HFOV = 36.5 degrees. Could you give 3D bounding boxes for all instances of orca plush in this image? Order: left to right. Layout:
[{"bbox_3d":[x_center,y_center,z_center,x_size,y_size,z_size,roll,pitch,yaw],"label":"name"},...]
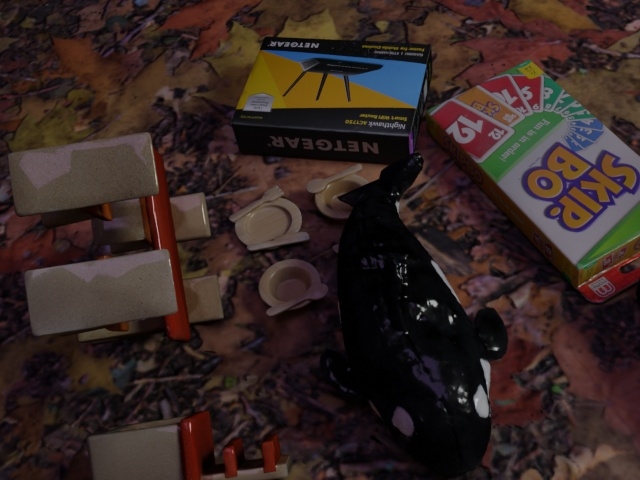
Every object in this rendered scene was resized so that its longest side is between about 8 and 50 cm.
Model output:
[{"bbox_3d":[0.077,0.034,0.769,0.151,0.102,0.287,2,53,3],"label":"orca plush"}]

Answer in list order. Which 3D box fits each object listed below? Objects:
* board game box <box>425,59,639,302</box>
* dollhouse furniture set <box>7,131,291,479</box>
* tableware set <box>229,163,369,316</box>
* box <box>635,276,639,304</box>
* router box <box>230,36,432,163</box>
[{"bbox_3d":[0.217,-0.062,0.882,0.124,0.039,0.259,-28,55,-12],"label":"board game box"},{"bbox_3d":[-0.110,0.054,0.722,0.135,0.262,0.259,-10,84,0],"label":"dollhouse furniture set"},{"bbox_3d":[0.000,0.000,0.877,0.141,0.020,0.168,-20,51,-7],"label":"tableware set"},{"bbox_3d":[0.433,0.084,0.698,0.293,0.073,0.295,-18,50,-6],"label":"box"},{"bbox_3d":[0.015,-0.143,0.974,0.179,0.046,0.133,5,53,14],"label":"router box"}]
